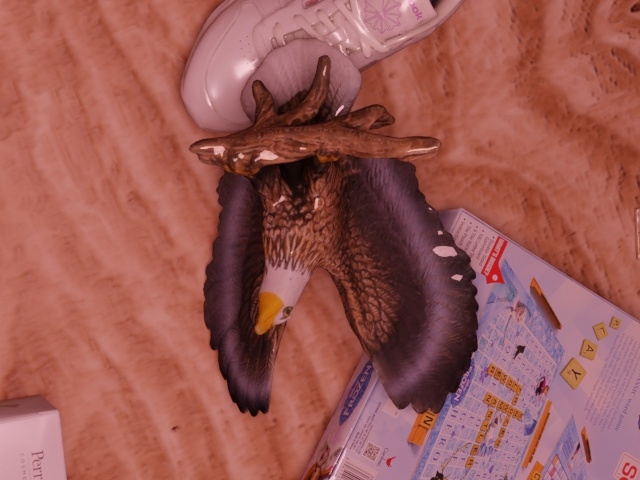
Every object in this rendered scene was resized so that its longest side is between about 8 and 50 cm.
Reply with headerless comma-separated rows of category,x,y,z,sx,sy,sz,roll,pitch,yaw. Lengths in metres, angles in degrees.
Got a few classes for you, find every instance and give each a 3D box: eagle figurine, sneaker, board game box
eagle figurine,-0.007,0.008,1.136,0.225,0.226,0.298,-37,142,-16
sneaker,0.013,-0.197,1.187,0.305,0.152,0.114,-34,105,-10
board game box,0.177,0.184,1.290,0.318,0.066,0.319,32,77,-16

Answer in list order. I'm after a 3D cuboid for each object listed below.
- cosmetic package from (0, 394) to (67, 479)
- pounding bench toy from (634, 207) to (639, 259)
cosmetic package,-0.344,0.340,1.138,0.284,0.097,0.377,-7,96,-20
pounding bench toy,0.351,0.009,1.348,0.052,0.065,0.083,-5,96,-17
